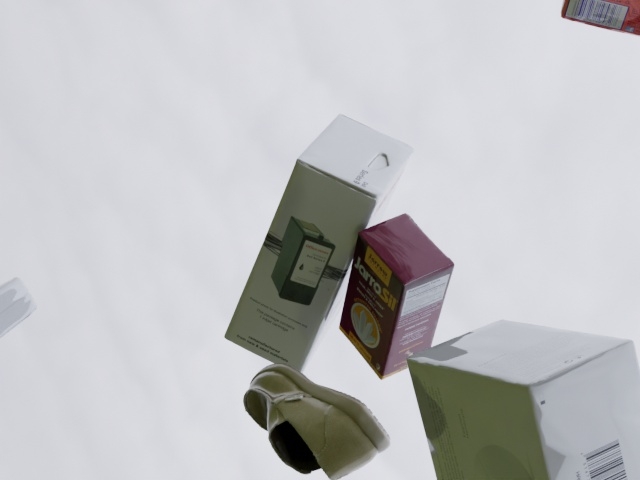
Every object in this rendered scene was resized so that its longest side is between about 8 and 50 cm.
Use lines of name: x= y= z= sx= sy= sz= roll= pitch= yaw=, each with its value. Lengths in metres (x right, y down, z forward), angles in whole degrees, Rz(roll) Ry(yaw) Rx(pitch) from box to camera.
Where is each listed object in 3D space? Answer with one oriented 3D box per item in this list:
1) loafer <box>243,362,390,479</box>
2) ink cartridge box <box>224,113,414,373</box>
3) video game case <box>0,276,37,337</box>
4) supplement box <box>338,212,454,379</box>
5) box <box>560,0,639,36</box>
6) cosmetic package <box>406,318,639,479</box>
loafer: x=-0.026 y=0.215 z=1.675 sx=0.102 sy=0.092 sz=0.268 roll=57 pitch=-23 yaw=-19
ink cartridge box: x=0.000 y=0.000 z=1.921 sx=0.122 sy=0.211 sz=0.289 roll=26 pitch=-63 yaw=5
video game case: x=-0.311 y=0.116 z=0.786 sx=0.285 sy=0.204 sz=0.025 roll=-25 pitch=-80 yaw=27
supplement box: x=0.094 y=0.072 z=1.821 sx=0.104 sy=0.081 sz=0.188 roll=49 pitch=-33 yaw=32
box: x=0.345 y=-0.226 z=1.054 sx=0.154 sy=0.300 sz=0.142 roll=89 pitch=16 yaw=-66
cosmetic package: x=0.221 y=0.213 z=1.450 sx=0.225 sy=0.138 sz=0.224 roll=5 pitch=-68 yaw=61
